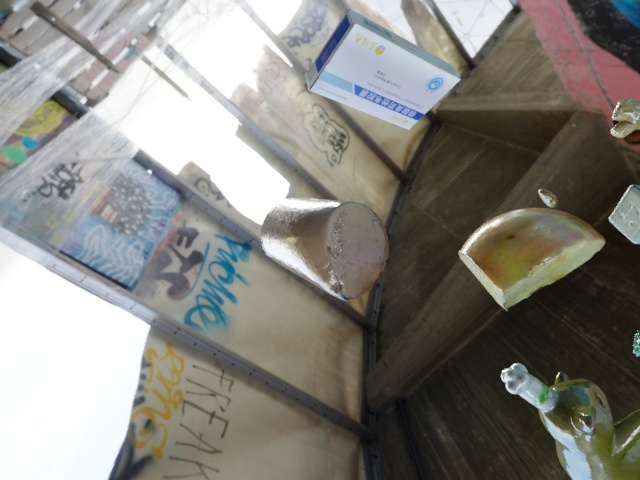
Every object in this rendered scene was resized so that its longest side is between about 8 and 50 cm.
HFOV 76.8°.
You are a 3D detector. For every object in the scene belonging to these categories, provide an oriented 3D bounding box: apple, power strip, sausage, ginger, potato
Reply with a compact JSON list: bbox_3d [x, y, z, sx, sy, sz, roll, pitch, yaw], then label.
[{"bbox_3d":[0.573,0.030,1.102,0.309,0.252,0.314,-38,-166,7],"label":"apple"},{"bbox_3d":[1.041,-0.072,1.218,0.140,0.225,0.139,-93,-171,-55],"label":"power strip"},{"bbox_3d":[0.000,0.000,0.585,0.123,0.123,0.253,-54,-157,-8],"label":"sausage"},{"bbox_3d":[1.039,-0.375,1.248,0.065,0.299,0.117,-116,-154,-73],"label":"ginger"},{"bbox_3d":[0.867,-0.163,1.533,0.046,0.092,0.045,-36,-167,33],"label":"potato"}]

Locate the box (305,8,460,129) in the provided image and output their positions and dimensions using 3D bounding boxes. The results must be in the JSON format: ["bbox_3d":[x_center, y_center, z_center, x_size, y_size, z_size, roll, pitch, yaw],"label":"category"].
[{"bbox_3d":[0.159,-0.412,1.022,0.200,0.344,0.065,-41,-132,45],"label":"box"}]

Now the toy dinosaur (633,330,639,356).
[{"bbox_3d":[0.555,0.098,0.587,0.153,0.094,0.259,133,-31,-76],"label":"toy dinosaur"}]

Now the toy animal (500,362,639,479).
[{"bbox_3d":[0.524,0.351,0.802,0.180,0.362,0.181,-43,-157,-22],"label":"toy animal"}]
